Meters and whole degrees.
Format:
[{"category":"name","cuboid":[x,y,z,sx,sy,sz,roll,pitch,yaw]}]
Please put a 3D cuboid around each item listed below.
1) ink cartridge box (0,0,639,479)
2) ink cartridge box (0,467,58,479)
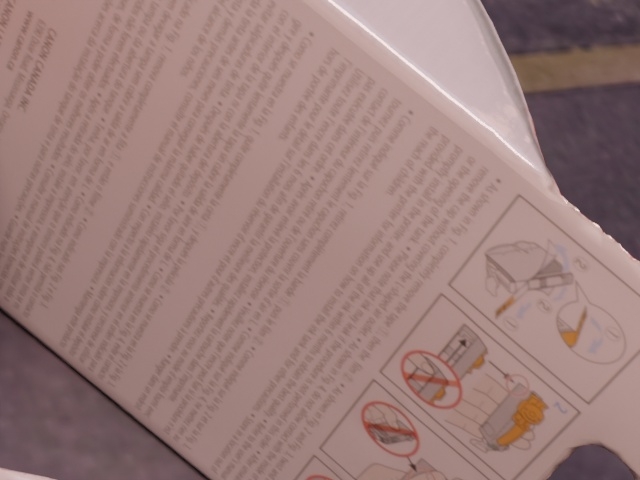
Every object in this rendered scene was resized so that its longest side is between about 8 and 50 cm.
[{"category":"ink cartridge box","cuboid":[0.000,0.000,0.513,0.232,0.189,0.066,36,51,2]},{"category":"ink cartridge box","cuboid":[-0.082,0.189,0.366,0.201,0.117,0.278,18,49,-15]}]
